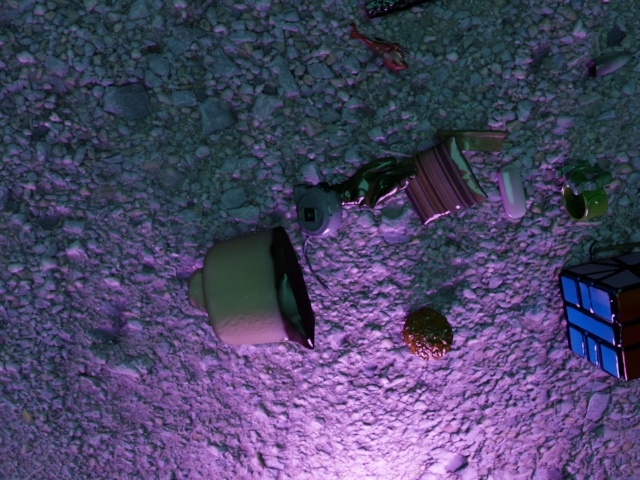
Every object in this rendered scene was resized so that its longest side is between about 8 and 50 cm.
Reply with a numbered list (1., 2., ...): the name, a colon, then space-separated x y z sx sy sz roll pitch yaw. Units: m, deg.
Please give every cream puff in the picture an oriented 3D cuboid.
1. cream puff: 0.326 0.287 1.630 0.165 0.115 0.150 29 92 -11

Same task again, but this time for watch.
1. watch: 0.784 -0.146 1.620 0.131 0.165 0.152 -18 124 -5

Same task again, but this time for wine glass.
1. wine glass: 0.890 -0.537 1.602 0.198 0.066 0.066 -20 100 -1

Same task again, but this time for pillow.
1. pillow: 0.339 -0.168 1.560 0.212 0.052 0.208 -24 100 33

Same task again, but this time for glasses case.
1. glasses case: 0.577 -0.148 1.631 0.063 0.041 0.164 -18 99 -5

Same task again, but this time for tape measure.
1. tape measure: -0.001 0.000 1.537 0.084 0.164 0.330 -13 98 -40

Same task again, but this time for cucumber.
1. cucumber: 0.260 -0.687 1.501 0.300 0.072 0.072 -19 100 -3

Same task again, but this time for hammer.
1. hammer: 0.934 0.019 1.710 0.182 0.017 0.062 -8 99 -7

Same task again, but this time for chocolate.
1. chocolate: -0.185 0.146 1.468 0.297 0.314 0.326 -19 104 6

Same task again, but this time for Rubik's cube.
1. Rubik's cube: 0.916 0.210 1.602 0.293 0.288 0.283 -11 100 -6

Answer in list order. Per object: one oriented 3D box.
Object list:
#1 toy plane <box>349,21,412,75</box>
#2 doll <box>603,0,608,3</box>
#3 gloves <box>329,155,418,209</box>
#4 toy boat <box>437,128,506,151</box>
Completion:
1. toy plane: 0.159 -0.532 1.502 0.194 0.126 0.077 22 123 -10
2. doll: 0.850 -0.732 1.578 0.085 0.040 0.058 -32 113 4
3. gloves: 0.150 -0.159 1.552 0.268 0.107 0.135 -15 92 13
4. toy boat: 0.426 -0.288 1.558 0.188 0.116 0.061 0 104 -6
